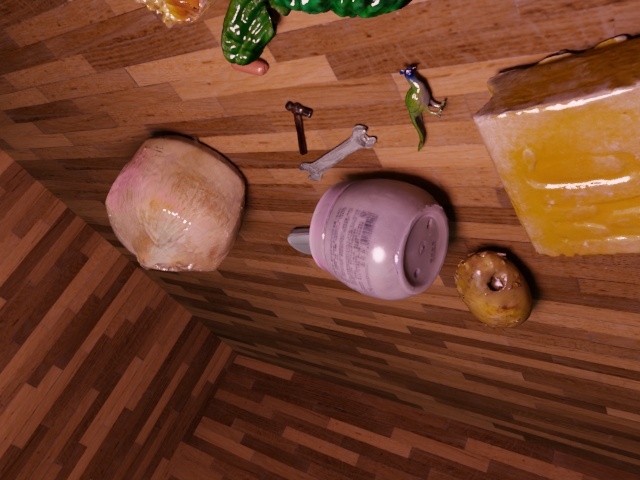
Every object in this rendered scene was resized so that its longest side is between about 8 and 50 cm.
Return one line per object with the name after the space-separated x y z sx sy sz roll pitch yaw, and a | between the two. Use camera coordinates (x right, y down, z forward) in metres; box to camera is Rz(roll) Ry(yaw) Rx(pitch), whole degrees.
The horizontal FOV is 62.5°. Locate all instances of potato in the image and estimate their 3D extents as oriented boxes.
0.440 0.132 1.328 0.172 0.140 0.300 12 153 38 | potato

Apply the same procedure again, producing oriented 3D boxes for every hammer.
-0.045 -0.254 1.246 0.065 0.021 0.178 20 153 15 | hammer

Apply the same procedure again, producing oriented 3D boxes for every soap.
0.445 -0.133 0.838 0.293 0.156 0.335 -1 137 43 | soap

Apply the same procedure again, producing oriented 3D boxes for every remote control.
0.000 0.000 1.612 0.247 0.052 0.104 0 143 43 | remote control

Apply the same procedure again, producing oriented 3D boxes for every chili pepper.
-0.113 -0.419 0.961 0.099 0.084 0.253 35 148 -16 | chili pepper

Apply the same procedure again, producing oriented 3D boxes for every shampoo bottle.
0.135 -0.009 1.228 0.266 0.273 0.273 19 153 39 | shampoo bottle

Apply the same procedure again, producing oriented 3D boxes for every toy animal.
0.205 -0.241 1.014 0.074 0.041 0.217 14 154 28 | toy animal

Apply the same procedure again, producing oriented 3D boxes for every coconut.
-0.421 -0.072 1.543 0.404 0.405 0.405 22 153 12 | coconut

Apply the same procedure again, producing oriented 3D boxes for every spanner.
0.035 -0.201 1.267 0.071 0.018 0.302 37 152 -18 | spanner

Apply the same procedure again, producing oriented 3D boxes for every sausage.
-0.151 -0.373 1.124 0.083 0.034 0.034 18 152 18 | sausage

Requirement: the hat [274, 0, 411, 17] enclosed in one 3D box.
0.024 -0.450 0.605 0.242 0.274 0.333 -3 126 -5 | hat

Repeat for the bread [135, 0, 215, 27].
-0.292 -0.504 0.925 0.178 0.133 0.250 -8 137 44 | bread
